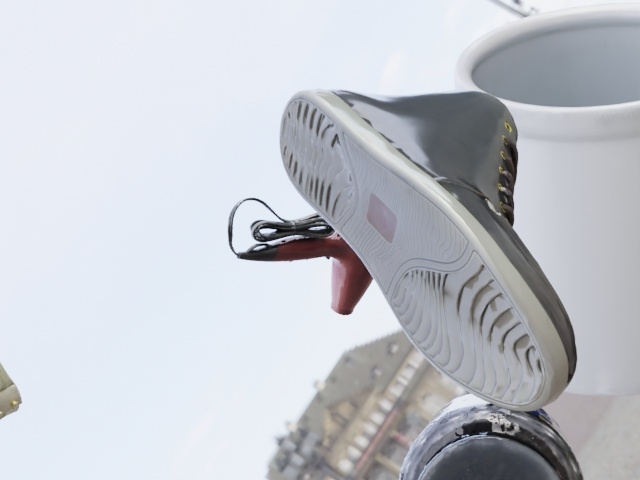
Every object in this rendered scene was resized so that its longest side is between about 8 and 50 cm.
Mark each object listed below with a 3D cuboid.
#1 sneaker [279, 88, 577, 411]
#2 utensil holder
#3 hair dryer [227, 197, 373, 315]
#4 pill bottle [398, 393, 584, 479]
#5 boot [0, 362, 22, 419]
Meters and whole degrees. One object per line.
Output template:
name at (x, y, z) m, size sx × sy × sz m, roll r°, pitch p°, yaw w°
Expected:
sneaker at (0.082, -0.015, 0.560) m, size 0.118 × 0.222 × 0.083 m, roll -14°, pitch -41°, yaw -30°
utensil holder at (0.342, -0.051, 1.327) m, size 0.327 × 0.327 × 0.386 m, roll -46°, pitch -45°, yaw -47°
hair dryer at (0.000, 0.000, 1.569) m, size 0.223 × 0.080 × 0.293 m, roll -30°, pitch -50°, yaw 0°
pill bottle at (0.117, 0.169, 0.741) m, size 0.123 × 0.122 × 0.219 m, roll -57°, pitch -10°, yaw 1°
boot at (-0.433, 0.242, 1.314) m, size 0.077 × 0.213 × 0.165 m, roll -17°, pitch 5°, yaw 45°
